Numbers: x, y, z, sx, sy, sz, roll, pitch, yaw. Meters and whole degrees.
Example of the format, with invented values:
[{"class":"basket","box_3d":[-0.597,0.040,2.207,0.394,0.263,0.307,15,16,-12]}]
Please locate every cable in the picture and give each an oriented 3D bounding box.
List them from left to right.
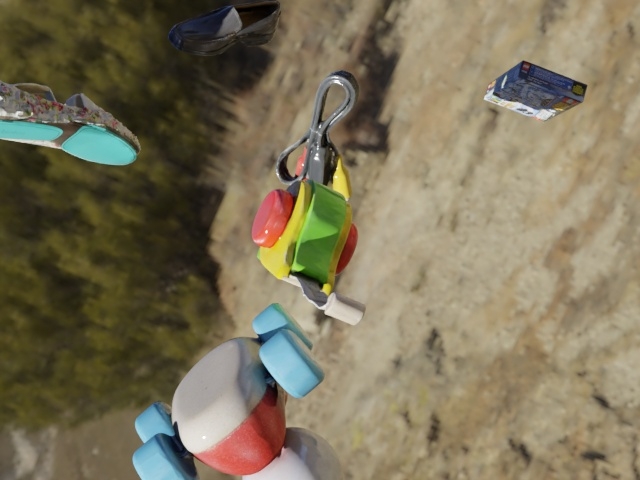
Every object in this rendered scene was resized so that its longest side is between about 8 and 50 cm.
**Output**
[{"class":"cable","box_3d":[0.001,-0.179,2.211,0.072,0.139,0.287,-43,-30,-48]}]

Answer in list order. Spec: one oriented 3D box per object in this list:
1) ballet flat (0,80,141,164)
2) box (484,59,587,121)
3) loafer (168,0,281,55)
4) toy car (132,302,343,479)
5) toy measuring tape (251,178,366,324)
[{"class":"ballet flat","box_3d":[-0.331,-0.158,1.646,0.091,0.241,0.077,-28,62,38]},{"class":"box","box_3d":[0.284,-0.197,1.716,0.137,0.094,0.027,154,135,-77]},{"class":"loafer","box_3d":[-0.128,-0.294,1.744,0.170,0.062,0.061,-21,-24,-37]},{"class":"toy car","box_3d":[-0.053,0.238,1.457,0.219,0.238,0.210,-40,14,2]},{"class":"toy measuring tape","box_3d":[0.000,0.000,1.405,0.121,0.121,0.330,-65,18,3]}]
